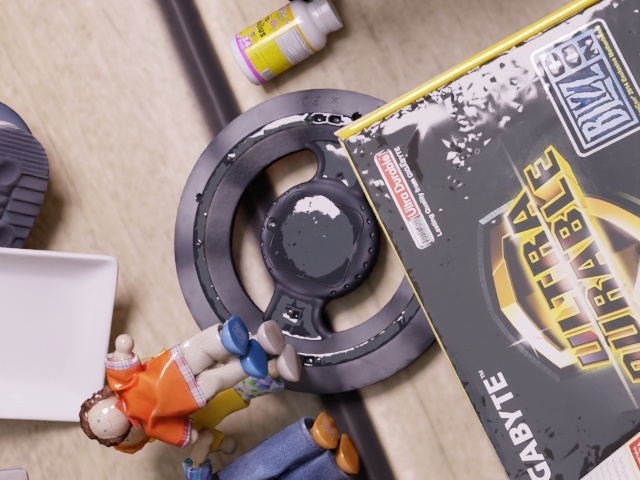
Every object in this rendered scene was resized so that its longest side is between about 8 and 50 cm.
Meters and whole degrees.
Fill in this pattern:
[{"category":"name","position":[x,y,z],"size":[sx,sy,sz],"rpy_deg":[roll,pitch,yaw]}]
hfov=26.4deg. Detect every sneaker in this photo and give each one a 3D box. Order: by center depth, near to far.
[{"category":"sneaker","position":[-0.331,0.022,1.116],"size":[0.319,0.112,0.131],"rpy_deg":[-56,43,11]}]

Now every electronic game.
[{"category":"electronic game","position":[0.000,0.000,1.025],"size":[0.229,0.048,0.229],"rpy_deg":[-1,87,13]}]

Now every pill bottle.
[{"category":"pill bottle","position":[-0.025,-0.157,1.052],"size":[0.083,0.043,0.043],"rpy_deg":[-29,77,12]}]

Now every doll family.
[{"category":"doll family","position":[-0.068,0.159,1.000],"size":[0.163,0.118,0.263],"rpy_deg":[-28,106,17]}]

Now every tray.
[{"category":"tray","position":[-0.296,0.064,1.042],"size":[0.270,0.030,0.145],"rpy_deg":[5,112,-16]}]

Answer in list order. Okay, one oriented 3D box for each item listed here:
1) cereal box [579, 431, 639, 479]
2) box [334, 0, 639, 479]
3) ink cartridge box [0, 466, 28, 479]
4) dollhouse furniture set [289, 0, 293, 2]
[{"category":"cereal box","position":[0.185,0.243,0.875],"size":[0.173,0.047,0.240],"rpy_deg":[38,112,-20]},{"category":"box","position":[0.195,0.012,0.912],"size":[0.257,0.079,0.322],"rpy_deg":[-27,82,12]},{"category":"ink cartridge box","position":[-0.326,0.273,1.080],"size":[0.203,0.086,0.148],"rpy_deg":[-15,80,15]},{"category":"dollhouse furniture set","position":[-0.001,-0.290,0.922],"size":[0.197,0.301,0.151],"rpy_deg":[-18,82,17]}]
